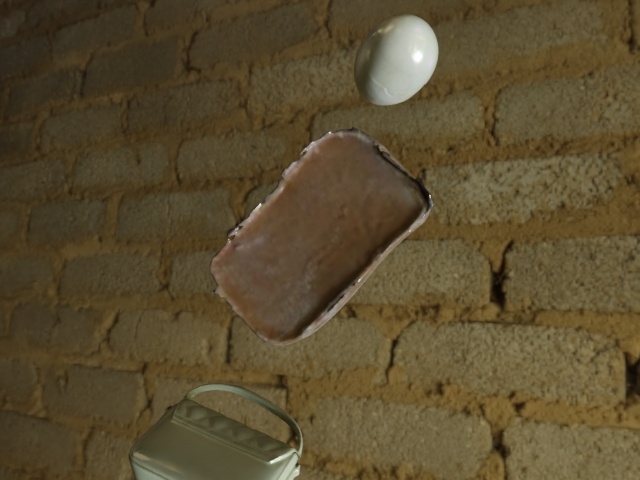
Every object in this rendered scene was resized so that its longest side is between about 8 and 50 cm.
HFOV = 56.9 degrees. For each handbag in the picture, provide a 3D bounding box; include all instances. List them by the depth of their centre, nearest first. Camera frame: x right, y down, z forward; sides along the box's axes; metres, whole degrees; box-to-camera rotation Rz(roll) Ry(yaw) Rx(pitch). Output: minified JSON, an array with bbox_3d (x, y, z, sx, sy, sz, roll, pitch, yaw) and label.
[{"bbox_3d":[-0.152,0.331,0.945,0.256,0.079,0.219,17,-142,23],"label":"handbag"}]

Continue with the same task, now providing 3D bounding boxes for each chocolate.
[{"bbox_3d":[0.001,-0.001,0.685,0.261,0.161,0.083,-44,162,13],"label":"chocolate"}]

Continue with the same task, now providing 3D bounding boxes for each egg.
[{"bbox_3d":[0.144,-0.350,1.171,0.151,0.151,0.209,8,154,-19],"label":"egg"}]
